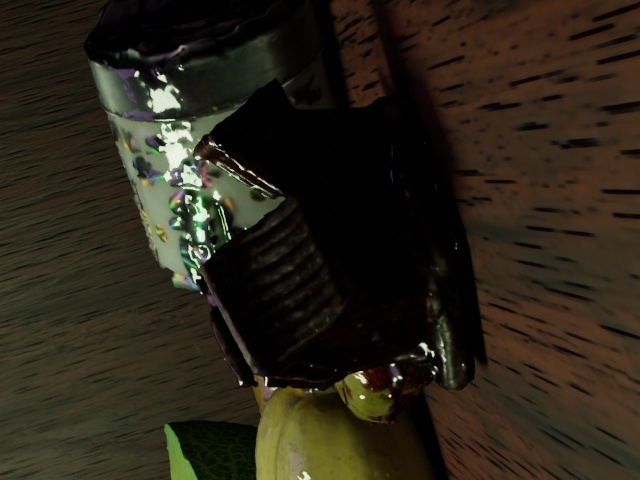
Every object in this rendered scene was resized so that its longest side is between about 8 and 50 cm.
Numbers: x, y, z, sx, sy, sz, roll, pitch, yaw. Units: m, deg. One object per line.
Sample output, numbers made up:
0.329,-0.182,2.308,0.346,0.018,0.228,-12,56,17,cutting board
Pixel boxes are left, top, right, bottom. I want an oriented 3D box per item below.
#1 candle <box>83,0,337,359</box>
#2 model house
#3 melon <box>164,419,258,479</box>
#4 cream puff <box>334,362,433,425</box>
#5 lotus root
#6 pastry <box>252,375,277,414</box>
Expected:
-0.066,-0.054,1.175,0.187,0.187,0.330,-119,13,-62,candle
-0.002,-0.001,0.898,0.141,0.164,0.203,97,158,-61,model house
-0.029,0.337,1.464,0.331,0.226,0.343,45,172,-18,melon
0.039,0.056,1.029,0.149,0.084,0.149,160,90,-84,cream puff
0.030,0.220,1.235,0.169,0.151,0.342,16,119,62,lotus root
-0.009,0.121,1.415,0.236,0.121,0.257,-113,-2,-71,pastry
